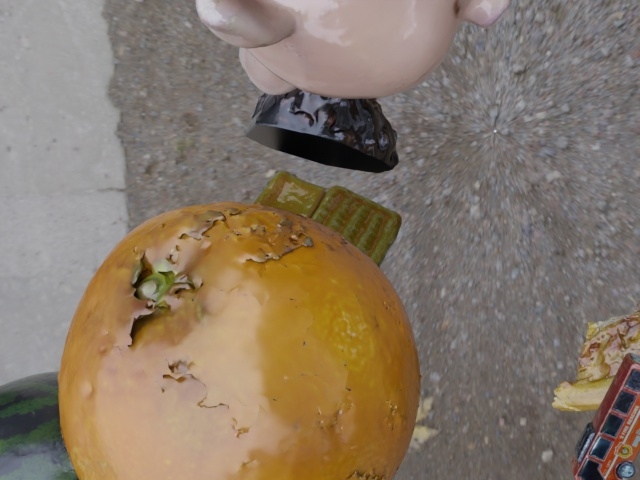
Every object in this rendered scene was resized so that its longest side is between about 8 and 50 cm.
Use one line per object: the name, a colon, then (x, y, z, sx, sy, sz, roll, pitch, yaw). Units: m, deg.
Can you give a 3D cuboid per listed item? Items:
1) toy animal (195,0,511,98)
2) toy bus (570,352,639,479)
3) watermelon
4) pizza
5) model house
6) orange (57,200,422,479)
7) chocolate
toy animal: (-0.013, -0.244, 0.642, 0.326, 0.237, 0.269, 30, 93, 0)
toy bus: (0.226, 0.140, 0.740, 0.043, 0.031, 0.110, 22, 105, 0)
watermelon: (-0.218, 0.175, 0.819, 0.193, 0.145, 0.137, 14, 81, 13)
pizza: (0.542, 0.173, 1.639, 0.365, 0.182, 0.074, -29, 134, 18)
model house: (-0.004, 0.011, 1.629, 0.239, 0.173, 0.268, 19, 61, 24)
orange: (-0.053, 0.098, 0.666, 0.246, 0.246, 0.246, 1, 96, 10)
chocolate: (0.024, -0.206, 1.373, 0.206, 0.224, 0.177, 16, 87, -11)
